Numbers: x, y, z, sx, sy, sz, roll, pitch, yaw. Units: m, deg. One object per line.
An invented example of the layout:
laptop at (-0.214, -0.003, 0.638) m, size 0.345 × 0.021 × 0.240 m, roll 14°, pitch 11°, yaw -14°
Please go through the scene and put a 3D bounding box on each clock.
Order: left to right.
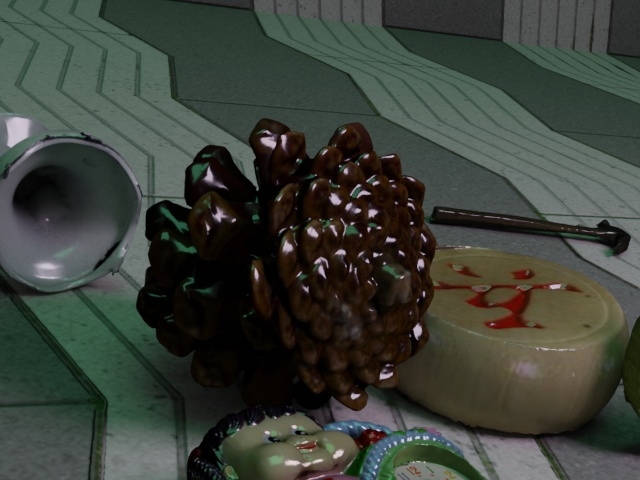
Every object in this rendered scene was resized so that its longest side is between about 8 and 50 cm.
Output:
clock at (0.025, 0.182, 0.730) m, size 0.194 × 0.100 × 0.195 m, roll -3°, pitch 27°, yaw -43°

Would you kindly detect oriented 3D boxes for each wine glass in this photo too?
wine glass at (-0.292, -0.051, 1.107) m, size 0.165 × 0.165 × 0.196 m, roll -2°, pitch 18°, yaw -32°

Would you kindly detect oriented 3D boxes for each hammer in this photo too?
hammer at (0.296, -0.021, 1.512) m, size 0.297 × 0.027 × 0.125 m, roll 7°, pitch 16°, yaw -11°

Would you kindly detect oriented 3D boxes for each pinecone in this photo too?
pinecone at (-0.041, 0.028, 0.914) m, size 0.264 × 0.264 × 0.264 m, roll 10°, pitch 20°, yaw -4°

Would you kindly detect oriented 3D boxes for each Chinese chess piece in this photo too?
Chinese chess piece at (0.171, 0.091, 1.042) m, size 0.250 × 0.103 × 0.250 m, roll 8°, pitch 21°, yaw -3°

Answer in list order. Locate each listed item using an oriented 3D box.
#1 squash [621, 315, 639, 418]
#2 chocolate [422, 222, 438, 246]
squash at (0.373, 0.099, 0.960) m, size 0.219 × 0.219 × 0.041 m, roll 3°, pitch 23°, yaw -22°
chocolate at (0.000, 0.000, 1.211) m, size 0.303 × 0.100 × 0.185 m, roll -11°, pitch 33°, yaw -40°
